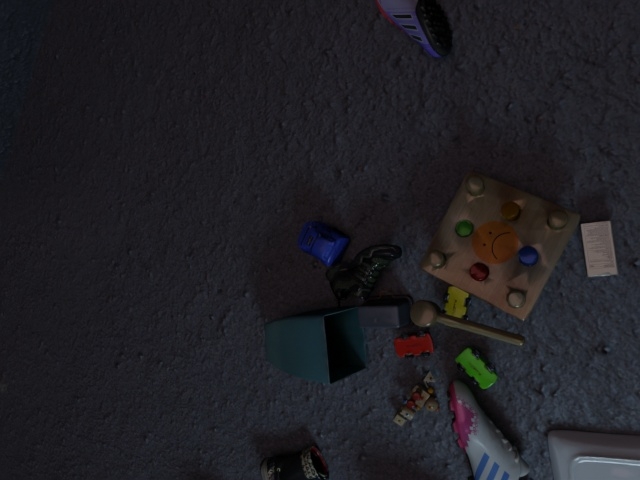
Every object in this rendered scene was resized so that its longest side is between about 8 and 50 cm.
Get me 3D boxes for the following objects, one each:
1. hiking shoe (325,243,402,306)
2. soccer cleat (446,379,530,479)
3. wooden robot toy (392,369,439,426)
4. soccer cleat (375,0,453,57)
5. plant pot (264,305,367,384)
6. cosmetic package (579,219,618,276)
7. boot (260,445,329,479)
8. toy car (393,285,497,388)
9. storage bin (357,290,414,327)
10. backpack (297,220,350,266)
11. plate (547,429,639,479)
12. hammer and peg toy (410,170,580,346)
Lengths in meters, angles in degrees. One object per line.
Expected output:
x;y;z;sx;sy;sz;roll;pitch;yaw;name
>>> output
0.119;0.089;1.246;0.227;0.086;0.114;-30;65;34;hiking shoe
0.388;0.472;1.129;0.143;0.116;0.331;-15;89;13;soccer cleat
0.251;0.401;1.210;0.079;0.076;0.173;33;106;11;wooden robot toy
0.206;-0.557;1.189;0.116;0.109;0.318;-36;77;44;soccer cleat
-0.027;0.263;1.291;0.234;0.166;0.165;-6;89;38;plant pot
0.586;0.017;1.041;0.060;0.041;0.115;-6;89;26;cosmetic package
-0.052;0.696;1.360;0.179;0.085;0.236;-28;79;22;boot
0.324;0.252;1.174;0.225;0.053;0.239;47;111;17;toy car
0.158;0.177;1.233;0.135;0.091;0.098;-5;89;26;storage bin
0.000;0.000;1.303;0.120;0.101;0.097;32;99;26;backpack
0.639;0.548;1.032;0.278;0.045;0.277;-7;88;26;plate
0.365;0.057;1.078;0.266;0.127;0.361;27;92;23;hammer and peg toy
